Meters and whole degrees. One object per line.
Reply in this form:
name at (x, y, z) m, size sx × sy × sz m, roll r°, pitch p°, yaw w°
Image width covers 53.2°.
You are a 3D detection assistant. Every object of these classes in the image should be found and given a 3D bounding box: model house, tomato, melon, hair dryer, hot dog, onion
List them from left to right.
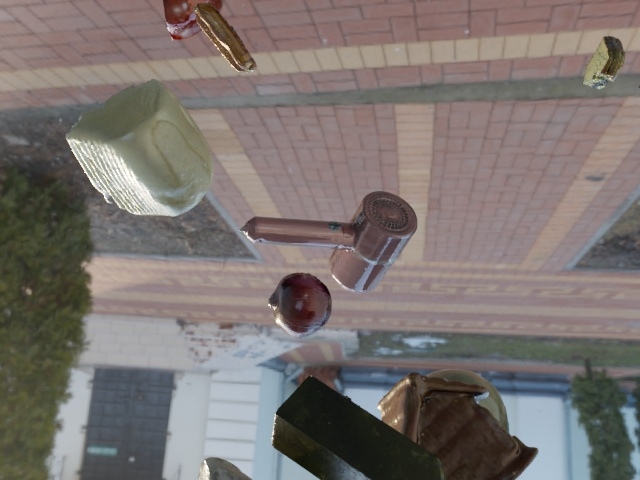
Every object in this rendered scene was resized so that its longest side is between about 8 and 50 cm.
tomato at (-0.201, -0.400, 1.009) m, size 0.091 × 0.159 × 0.139 m, roll -7°, pitch 172°, yaw -3°
hot dog at (-0.135, -0.291, 0.913) m, size 0.122 × 0.037 × 0.049 m, roll 50°, pitch 168°, yaw -11°
onion at (-0.038, 0.124, 1.227) m, size 0.131 × 0.131 × 0.131 m, roll 3°, pitch 165°, yaw 1°
hair dryer at (0.000, 0.000, 1.306) m, size 0.353 × 0.125 × 0.210 m, roll 5°, pitch 140°, yaw -22°
model house at (0.178, 0.334, 1.017) m, size 0.220 × 0.229 × 0.199 m, roll -29°, pitch 161°, yaw -26°
melon at (0.295, 0.429, 1.447) m, size 0.272 × 0.308 × 0.271 m, roll 26°, pitch 146°, yaw 19°

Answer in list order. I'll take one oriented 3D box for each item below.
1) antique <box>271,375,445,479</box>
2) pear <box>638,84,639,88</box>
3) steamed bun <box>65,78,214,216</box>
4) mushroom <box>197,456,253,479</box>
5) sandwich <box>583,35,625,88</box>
antique at (0.049, 0.273, 0.806) m, size 0.221 × 0.081 × 0.080 m, roll 30°, pitch 137°, yaw 22°
pear at (0.866, -0.317, 1.543) m, size 0.216 × 0.180 × 0.166 m, roll 44°, pitch -170°, yaw 10°
steamed bun at (-0.373, -0.221, 1.453) m, size 0.274 × 0.272 × 0.290 m, roll 13°, pitch 153°, yaw 33°
mushroom at (-0.048, 0.439, 0.912) m, size 0.329 × 0.159 × 0.122 m, roll 29°, pitch 170°, yaw -22°
sandwich at (0.530, -0.324, 1.194) m, size 0.036 × 0.104 × 0.093 m, roll 18°, pitch 125°, yaw 1°
